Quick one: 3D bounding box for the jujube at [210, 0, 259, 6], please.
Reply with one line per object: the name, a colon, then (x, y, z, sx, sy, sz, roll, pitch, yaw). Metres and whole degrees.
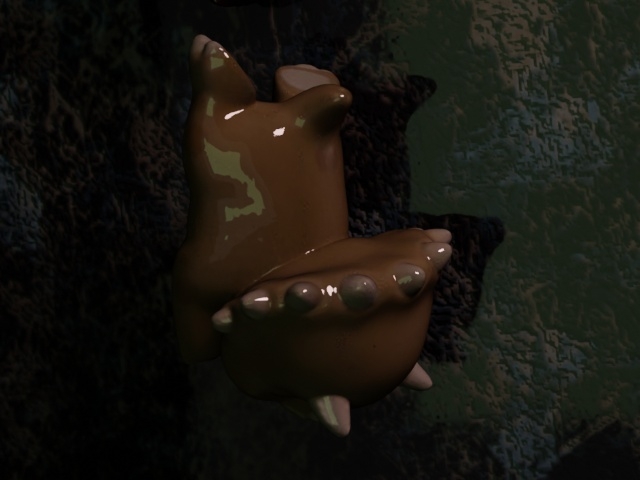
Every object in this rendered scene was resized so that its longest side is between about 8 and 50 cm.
jujube: (-0.079, -0.243, 1.195, 0.104, 0.104, 0.166, -10, 94, 19)

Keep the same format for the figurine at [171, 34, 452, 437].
figurine: (0.002, 0.004, 1.159, 0.173, 0.177, 0.247, 13, 94, 36)
